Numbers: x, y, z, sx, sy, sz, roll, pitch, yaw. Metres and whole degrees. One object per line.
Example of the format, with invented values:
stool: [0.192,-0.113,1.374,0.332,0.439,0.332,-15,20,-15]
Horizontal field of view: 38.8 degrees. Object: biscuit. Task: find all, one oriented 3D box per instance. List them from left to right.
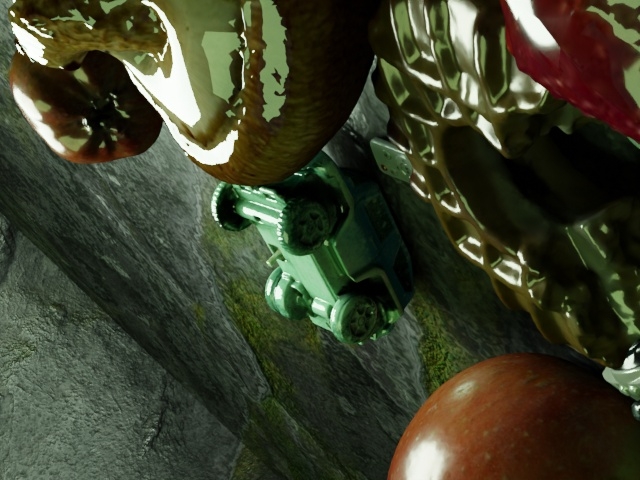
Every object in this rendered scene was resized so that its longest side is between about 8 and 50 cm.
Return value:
biscuit: [0.147,-0.079,0.713,0.268,0.115,0.366,42,163,48]

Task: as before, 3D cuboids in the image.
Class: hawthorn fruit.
hawthorn fruit: [-0.306,-0.219,1.201,0.248,0.208,0.208,54,172,52]

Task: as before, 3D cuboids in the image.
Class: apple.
apple: [0.244,0.289,0.985,0.348,0.277,0.348,43,174,6]

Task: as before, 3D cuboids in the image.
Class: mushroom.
mushroom: [-0.111,-0.199,0.791,0.345,0.259,0.346,39,143,38]

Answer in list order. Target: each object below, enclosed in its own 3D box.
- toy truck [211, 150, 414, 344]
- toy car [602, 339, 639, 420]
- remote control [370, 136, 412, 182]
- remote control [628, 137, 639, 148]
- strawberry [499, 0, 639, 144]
toy truck: [0.000,0.000,1.095,0.155,0.156,0.279,18,145,46]
toy car: [0.357,0.138,0.751,0.193,0.118,0.301,35,167,-2]
remote control: [0.123,-0.070,0.946,0.184,0.027,0.050,27,151,45]
remote control: [0.323,-0.059,0.609,0.256,0.045,0.097,27,155,29]
strawberry: [0.196,-0.162,0.415,0.274,0.274,0.220,42,-172,6]
